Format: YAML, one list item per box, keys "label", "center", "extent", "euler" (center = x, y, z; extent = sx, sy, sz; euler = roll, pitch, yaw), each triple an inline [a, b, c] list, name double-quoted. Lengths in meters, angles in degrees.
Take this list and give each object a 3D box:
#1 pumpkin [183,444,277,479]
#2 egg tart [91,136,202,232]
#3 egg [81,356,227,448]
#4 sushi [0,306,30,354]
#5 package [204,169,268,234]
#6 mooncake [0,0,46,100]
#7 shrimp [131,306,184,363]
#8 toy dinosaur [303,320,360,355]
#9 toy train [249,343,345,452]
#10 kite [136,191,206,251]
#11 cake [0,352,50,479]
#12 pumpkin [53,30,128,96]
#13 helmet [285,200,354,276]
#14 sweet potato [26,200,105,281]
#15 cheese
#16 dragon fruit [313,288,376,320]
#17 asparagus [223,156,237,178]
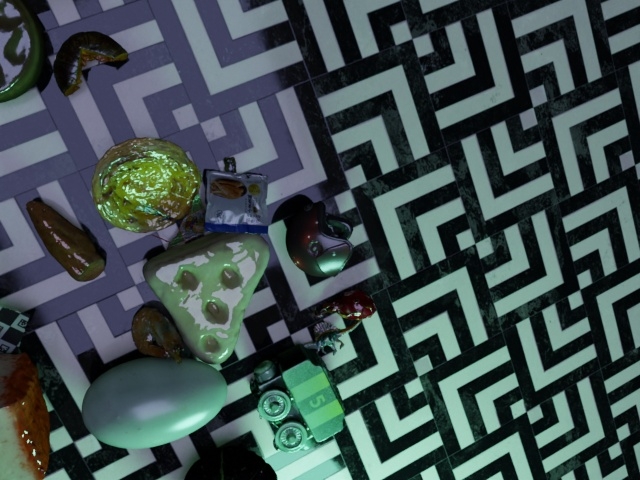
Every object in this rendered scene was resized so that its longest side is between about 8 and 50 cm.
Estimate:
- label: "pumpkin"
  center: [-0.255, 0.740, 1.627]
  extent: [0.295, 0.296, 0.296]
  euler: [-3, 101, -17]
- label: "egg tart"
  center: [-0.441, -0.149, 1.440]
  extent: [0.290, 0.107, 0.291]
  euler: [-21, 135, -22]
- label: "egg"
  center: [-0.431, 0.422, 1.496]
  extent: [0.370, 0.230, 0.230]
  euler: [-5, 101, -15]
- label: "sushi"
  center: [-0.869, 0.264, 1.427]
  extent: [0.192, 0.043, 0.280]
  euler: [20, 106, -26]
- label: "package"
  center: [-0.222, -0.102, 1.514]
  extent: [0.171, 0.027, 0.173]
  euler: [3, 72, -18]
- label: "mooncake"
  center: [-0.775, -0.453, 1.273]
  extent: [0.284, 0.155, 0.285]
  euler: [-3, 101, -19]
- label: "shrimp"
  center: [-0.431, 0.262, 1.501]
  extent: [0.051, 0.217, 0.115]
  euler: [17, 105, -58]
- label: "toy dinosaur"
  center: [0.026, 0.287, 1.717]
  extent: [0.106, 0.044, 0.187]
  euler: [36, 99, -3]
- label: "toy train"
  center: [-0.064, 0.464, 1.647]
  extent: [0.238, 0.167, 0.299]
  euler: [-28, 108, -6]
- label: "kite"
  center: [-0.381, -0.052, 1.484]
  extent: [0.244, 0.006, 0.198]
  euler: [18, 113, -50]
- label: "cake"
  center: [-0.828, 0.454, 1.345]
  extent: [0.319, 0.270, 0.270]
  euler: [-11, 114, -14]
- label: "pumpkin"
  center: [-0.568, -0.438, 1.358]
  extent: [0.183, 0.119, 0.108]
  euler: [-40, 110, -13]
- label: "helmet"
  center: [0.000, 0.000, 1.574]
  extent: [0.193, 0.189, 0.216]
  euler: [-13, 110, 9]
- label: "sweet potato"
  center: [-0.643, 0.000, 1.428]
  extent: [0.097, 0.097, 0.252]
  euler: [-36, 110, -8]
- label: "cheese"
  center: [-0.261, 0.138, 1.551]
  extent: [0.328, 0.129, 0.351]
  euler: [-31, 108, -10]
- label: "dragon fruit"
  center: [0.074, 0.196, 1.693]
  extent: [0.190, 0.094, 0.094]
  euler: [-3, 101, -5]
- label: "asparagus"
  center: [-0.243, -0.146, 1.558]
  extent: [0.036, 0.030, 0.165]
  euler: [-10, 102, -40]
